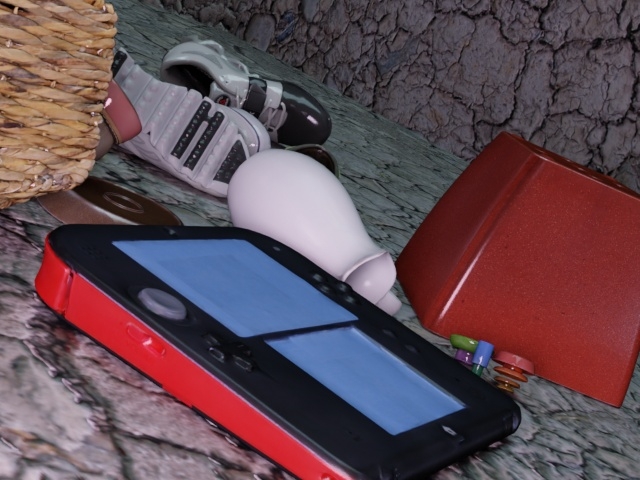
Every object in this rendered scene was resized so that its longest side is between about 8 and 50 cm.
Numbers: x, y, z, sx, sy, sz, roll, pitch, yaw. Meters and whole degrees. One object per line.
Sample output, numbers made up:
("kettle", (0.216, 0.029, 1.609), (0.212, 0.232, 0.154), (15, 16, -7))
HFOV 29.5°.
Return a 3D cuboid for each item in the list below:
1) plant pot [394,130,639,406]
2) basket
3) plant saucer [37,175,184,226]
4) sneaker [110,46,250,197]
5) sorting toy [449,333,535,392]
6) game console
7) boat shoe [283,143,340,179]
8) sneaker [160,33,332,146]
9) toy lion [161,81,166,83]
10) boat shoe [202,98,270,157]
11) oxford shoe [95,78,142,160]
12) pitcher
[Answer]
("plant pot", (0.273, 0.014, 1.516), (0.267, 0.236, 0.267), (22, 12, -11))
("basket", (-0.360, -0.134, 1.037), (0.299, 0.214, 0.223), (17, -16, -42))
("plant saucer", (-0.206, -0.029, 1.240), (0.168, 0.029, 0.168), (23, 11, -5))
("sneaker", (-0.219, -0.152, 1.590), (0.292, 0.110, 0.118), (36, -27, -2))
("sorting toy", (0.176, 0.134, 1.293), (0.102, 0.042, 0.061), (18, -9, 30))
("game console", (-0.022, 0.085, 1.033), (0.342, 0.060, 0.386), (29, 13, 23))
("boat shoe", (-0.035, -0.075, 1.639), (0.109, 0.091, 0.305), (25, 11, 3))
("sneaker", (-0.143, -0.244, 2.177), (0.330, 0.122, 0.146), (27, 30, 6))
("toy lion", (-0.246, -0.230, 2.063), (0.100, 0.034, 0.096), (25, 19, 3))
("boat shoe", (-0.196, -0.168, 1.724), (0.267, 0.096, 0.088), (29, 16, 25))
("oxford shoe", (-0.328, -0.160, 1.311), (0.348, 0.130, 0.123), (29, -26, 52))
("pitcher", (0.000, 0.000, 1.358), (0.207, 0.125, 0.178), (43, -1, 29))
